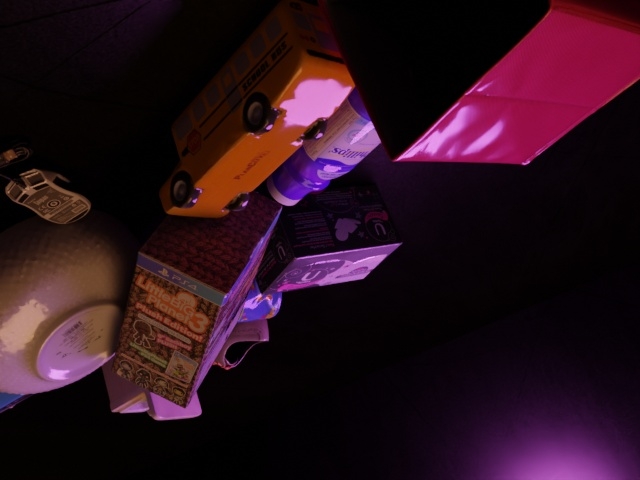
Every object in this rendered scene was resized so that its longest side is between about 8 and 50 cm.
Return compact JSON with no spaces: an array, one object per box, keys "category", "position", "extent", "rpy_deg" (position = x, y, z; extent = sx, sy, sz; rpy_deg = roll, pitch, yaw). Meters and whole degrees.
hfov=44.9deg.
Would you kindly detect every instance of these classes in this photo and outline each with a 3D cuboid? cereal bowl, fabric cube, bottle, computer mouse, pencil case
[{"category":"cereal bowl","position":[-0.411,0.122,1.238],"extent":[0.339,0.141,0.339],"rpy_deg":[-33,149,-23]},{"category":"fabric cube","position":[0.199,-0.259,0.902],"extent":[0.258,0.254,0.259],"rpy_deg":[-2,151,-39]},{"category":"bottle","position":[0.018,-0.154,1.206],"extent":[0.118,0.092,0.283],"rpy_deg":[-2,152,-43]},{"category":"computer mouse","position":[-0.400,-0.077,1.079],"extent":[0.106,0.042,0.193],"rpy_deg":[-30,152,10]},{"category":"pencil case","position":[-0.234,0.125,1.604],"extent":[0.306,0.119,0.133],"rpy_deg":[-7,131,-31]}]

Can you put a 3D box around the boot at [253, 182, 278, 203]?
[{"category":"boot","position":[-0.143,-0.065,1.338],"extent":[0.099,0.045,0.121],"rpy_deg":[-32,149,19]}]

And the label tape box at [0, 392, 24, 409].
[{"category":"label tape box","position":[-0.634,0.281,1.431],"extent":[0.241,0.106,0.334],"rpy_deg":[-30,180,11]}]

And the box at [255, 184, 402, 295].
[{"category":"box","position":[0.000,0.000,1.493],"extent":[0.247,0.142,0.163],"rpy_deg":[-6,154,-33]}]

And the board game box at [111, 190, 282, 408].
[{"category":"board game box","position":[-0.200,0.079,1.246],"extent":[0.232,0.141,0.291],"rpy_deg":[-62,177,-50]}]

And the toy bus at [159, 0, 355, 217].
[{"category":"toy bus","position":[-0.097,-0.158,1.036],"extent":[0.108,0.130,0.333],"rpy_deg":[1,150,-46]}]

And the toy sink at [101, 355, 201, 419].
[{"category":"toy sink","position":[-0.392,0.313,1.757],"extent":[0.131,0.234,0.153],"rpy_deg":[-32,157,25]}]

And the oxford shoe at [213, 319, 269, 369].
[{"category":"oxford shoe","position":[-0.269,0.262,1.889],"extent":[0.348,0.130,0.123],"rpy_deg":[-34,155,30]}]
